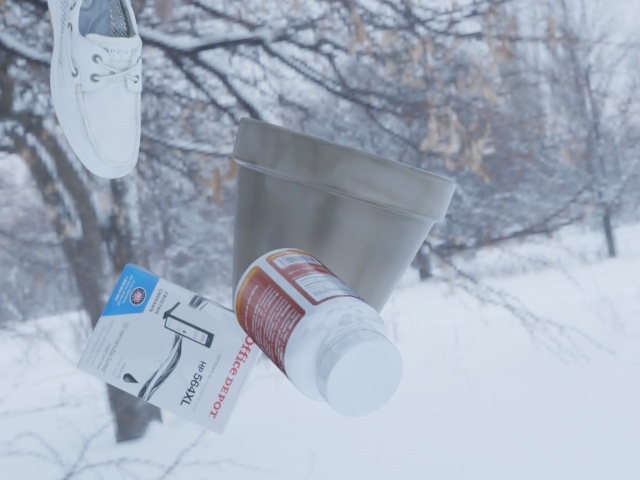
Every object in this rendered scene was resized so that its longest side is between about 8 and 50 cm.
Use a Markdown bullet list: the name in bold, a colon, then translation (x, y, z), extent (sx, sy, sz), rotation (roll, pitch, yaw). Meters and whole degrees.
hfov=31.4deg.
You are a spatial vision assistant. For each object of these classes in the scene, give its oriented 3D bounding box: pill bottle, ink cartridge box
- **pill bottle**: translation (-0.002, 0.102, 1.254), extent (0.121, 0.121, 0.216), rotation (-10, 27, -25)
- **ink cartridge box**: translation (-0.182, 0.137, 1.448), extent (0.203, 0.148, 0.086), rotation (25, -5, -2)

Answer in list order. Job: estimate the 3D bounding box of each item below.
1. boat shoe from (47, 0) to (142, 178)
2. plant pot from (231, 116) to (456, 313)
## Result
- **boat shoe**: translation (-0.248, -0.211, 1.294), extent (0.098, 0.277, 0.096), rotation (-12, 1, -40)
- **plant pot**: translation (0.000, 0.000, 1.636), extent (0.323, 0.280, 0.323), rotation (18, 3, -1)
